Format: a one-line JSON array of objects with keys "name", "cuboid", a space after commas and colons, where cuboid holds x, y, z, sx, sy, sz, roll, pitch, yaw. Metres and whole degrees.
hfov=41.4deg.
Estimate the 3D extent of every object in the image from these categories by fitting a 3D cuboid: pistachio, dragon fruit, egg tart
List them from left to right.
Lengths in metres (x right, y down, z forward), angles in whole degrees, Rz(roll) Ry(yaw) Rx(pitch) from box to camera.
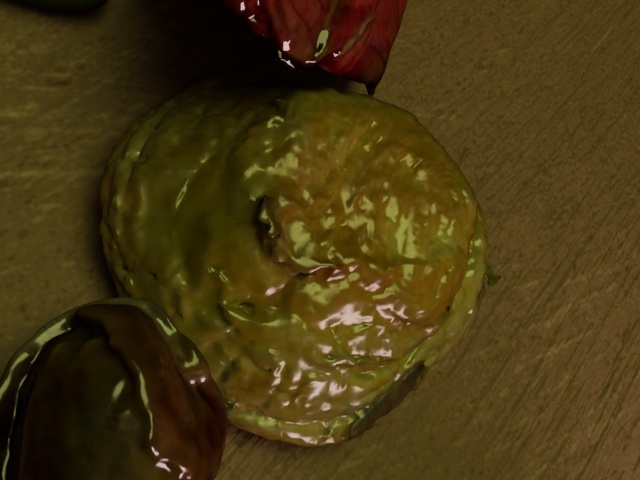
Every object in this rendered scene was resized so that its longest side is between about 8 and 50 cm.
[{"name": "pistachio", "cuboid": [-0.135, 0.141, 0.551, 0.165, 0.131, 0.210, 11, 81, -25]}, {"name": "egg tart", "cuboid": [0.000, 0.000, 0.695, 0.352, 0.153, 0.339, 38, 56, -14]}, {"name": "dragon fruit", "cuboid": [0.017, -0.265, 0.689, 0.286, 0.228, 0.329, 36, 13, -17]}]

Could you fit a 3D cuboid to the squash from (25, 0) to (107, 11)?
[{"name": "squash", "cuboid": [-0.311, -0.254, 0.631, 0.341, 0.094, 0.094, 9, 65, -31]}]
